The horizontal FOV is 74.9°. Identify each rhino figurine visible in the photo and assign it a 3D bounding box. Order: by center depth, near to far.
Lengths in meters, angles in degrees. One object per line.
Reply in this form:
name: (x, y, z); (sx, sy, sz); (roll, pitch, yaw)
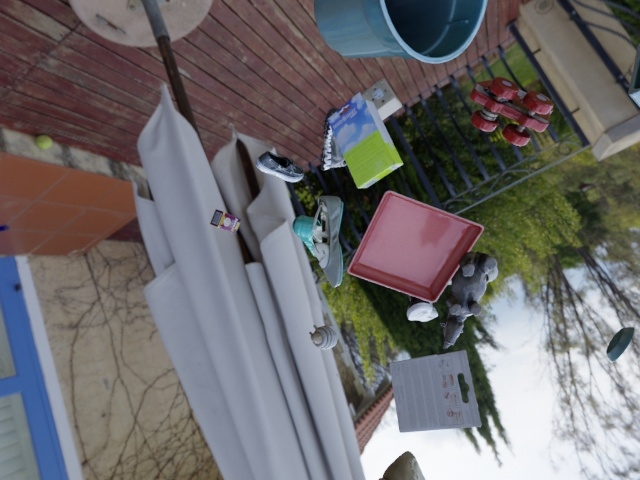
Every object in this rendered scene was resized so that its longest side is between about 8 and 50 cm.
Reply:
rhino figurine: (0.316, 0.134, 0.923); (0.073, 0.243, 0.106); (17, -166, 10)

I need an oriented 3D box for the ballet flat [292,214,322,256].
ballet flat: (0.000, 0.000, 1.261); (0.087, 0.083, 0.247); (12, 164, 27)

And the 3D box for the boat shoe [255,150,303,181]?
boat shoe: (-0.083, -0.168, 0.946); (0.040, 0.049, 0.142); (-39, 153, 31)

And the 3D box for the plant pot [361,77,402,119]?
plant pot: (0.191, -0.457, 1.349); (0.109, 0.109, 0.096); (-34, 179, 11)

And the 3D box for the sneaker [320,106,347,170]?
sneaker: (0.060, -0.314, 1.299); (0.106, 0.078, 0.234); (-2, 144, -7)

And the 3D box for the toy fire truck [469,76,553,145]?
toy fire truck: (0.705, -0.504, 1.545); (0.254, 0.302, 0.169); (-54, 169, -46)

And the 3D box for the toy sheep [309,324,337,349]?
toy sheep: (0.015, 0.343, 1.479); (0.132, 0.091, 0.091); (10, 147, -45)

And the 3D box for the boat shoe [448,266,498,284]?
boat shoe: (0.445, 0.100, 1.438); (0.302, 0.109, 0.094); (-3, -173, 34)

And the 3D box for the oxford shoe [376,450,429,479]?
oxford shoe: (0.276, 0.708, 1.059); (0.146, 0.397, 0.140); (-41, -155, -29)

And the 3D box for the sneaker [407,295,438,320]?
sneaker: (0.302, 0.186, 1.323); (0.079, 0.121, 0.217); (-28, 154, 15)

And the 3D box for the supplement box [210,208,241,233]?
supplement box: (-0.306, -0.061, 1.346); (0.043, 0.055, 0.083); (19, 177, 35)

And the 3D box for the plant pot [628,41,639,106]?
plant pot: (0.897, -0.358, 0.930); (0.247, 0.252, 0.248); (-22, -150, 55)

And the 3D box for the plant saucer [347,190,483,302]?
plant saucer: (0.233, 0.015, 1.067); (0.048, 0.259, 0.259); (-79, -170, -59)

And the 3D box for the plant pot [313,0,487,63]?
plant pot: (0.170, -0.610, 1.044); (0.341, 0.341, 0.334); (-16, -157, -29)

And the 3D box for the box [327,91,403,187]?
box: (0.095, -0.218, 0.921); (0.109, 0.178, 0.042); (-31, 168, 38)

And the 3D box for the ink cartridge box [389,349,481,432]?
ink cartridge box: (0.294, 0.390, 1.073); (0.224, 0.181, 0.056); (-22, 149, 33)

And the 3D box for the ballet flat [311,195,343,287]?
ballet flat: (0.012, -0.001, 0.941); (0.068, 0.213, 0.072); (8, 162, -17)

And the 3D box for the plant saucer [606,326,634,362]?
plant saucer: (0.859, 0.295, 1.204); (0.119, 0.021, 0.119); (-43, 152, -30)
